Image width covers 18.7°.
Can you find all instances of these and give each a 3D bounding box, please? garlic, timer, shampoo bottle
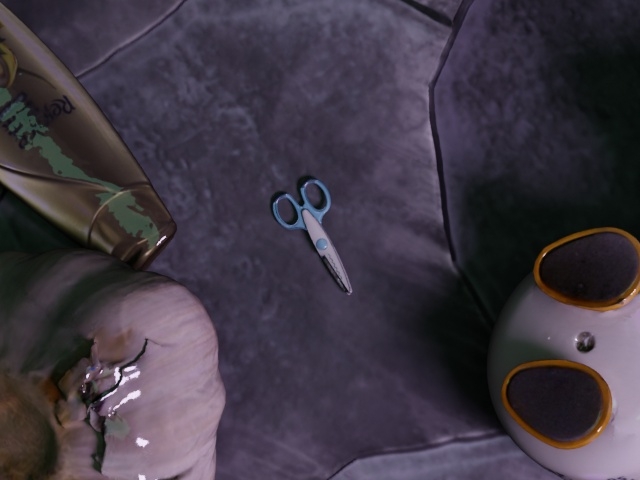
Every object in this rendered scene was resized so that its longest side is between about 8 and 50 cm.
[{"bbox_3d":[-0.225,0.154,1.756,0.322,0.241,0.322,-14,68,38],"label":"garlic"},{"bbox_3d":[0.280,0.121,1.797,0.233,0.240,0.233,-11,66,26],"label":"timer"},{"bbox_3d":[-0.277,-0.110,1.865,0.125,0.084,0.350,-42,85,-6],"label":"shampoo bottle"}]

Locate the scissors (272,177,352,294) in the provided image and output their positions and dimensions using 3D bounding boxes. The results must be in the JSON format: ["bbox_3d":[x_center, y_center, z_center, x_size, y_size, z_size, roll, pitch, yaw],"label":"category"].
[{"bbox_3d":[0.000,0.000,1.882,0.058,0.014,0.119,-27,81,2],"label":"scissors"}]
